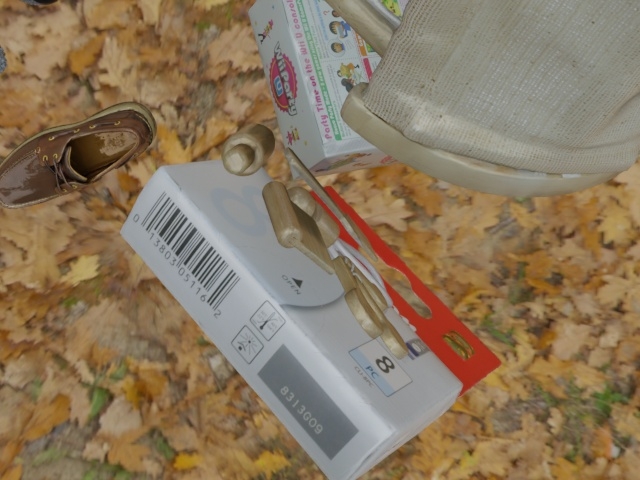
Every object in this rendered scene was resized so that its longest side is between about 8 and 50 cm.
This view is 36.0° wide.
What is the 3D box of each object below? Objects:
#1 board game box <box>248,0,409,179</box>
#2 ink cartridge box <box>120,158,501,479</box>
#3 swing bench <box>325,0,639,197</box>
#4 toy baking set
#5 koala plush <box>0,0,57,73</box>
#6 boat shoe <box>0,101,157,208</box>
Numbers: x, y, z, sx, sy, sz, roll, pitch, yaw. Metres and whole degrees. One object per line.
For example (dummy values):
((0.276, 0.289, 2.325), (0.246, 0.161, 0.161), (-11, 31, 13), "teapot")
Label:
((0.088, -0.212, 1.216), (0.303, 0.097, 0.224), (-11, 82, -29), "board game box")
((0.032, 0.043, 0.987), (0.308, 0.385, 0.091), (46, 119, 16), "ink cartridge box")
((0.085, -0.177, 0.417), (0.165, 0.253, 0.255), (-16, 67, -26), "swing bench")
((-0.004, -0.005, 0.734), (0.030, 0.256, 0.197), (-34, 102, 9), "toy baking set")
((-0.348, -0.317, 1.092), (0.221, 0.196, 0.203), (-19, 62, -15), "koala plush")
((-0.245, -0.079, 0.959), (0.178, 0.060, 0.064), (-24, 112, 7), "boat shoe")
